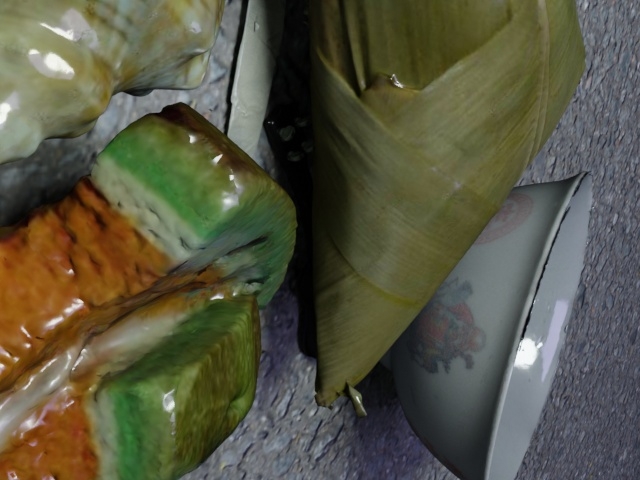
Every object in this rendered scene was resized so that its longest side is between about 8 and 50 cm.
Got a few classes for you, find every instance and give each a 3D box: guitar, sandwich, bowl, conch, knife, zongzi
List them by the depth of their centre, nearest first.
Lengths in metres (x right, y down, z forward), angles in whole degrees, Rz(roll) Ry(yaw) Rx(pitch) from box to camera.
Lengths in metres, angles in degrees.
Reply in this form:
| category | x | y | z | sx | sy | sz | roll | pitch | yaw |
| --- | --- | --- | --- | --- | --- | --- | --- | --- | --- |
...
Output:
| category | x | y | z | sx | sy | sz | roll | pitch | yaw |
| --- | --- | --- | --- | --- | --- | --- | --- | --- | --- |
| conch | -0.110 | -0.197 | 0.413 | 0.170 | 0.203 | 0.386 | 16 | 72 | -34 |
| sandwich | -0.130 | 0.071 | 0.486 | 0.301 | 0.162 | 0.250 | -32 | 166 | -15 |
| zongzi | 0.038 | -0.119 | 0.574 | 0.418 | 0.181 | 0.447 | -62 | 150 | -13 |
| knife | -0.041 | -0.172 | 0.631 | 0.047 | 0.017 | 0.297 | -15 | 119 | -55 |
| guitar | 0.002 | 0.000 | 0.755 | 0.084 | 0.038 | 0.271 | -44 | 138 | -34 |
| bowl | 0.154 | 0.081 | 0.866 | 0.345 | 0.157 | 0.345 | -47 | 144 | -49 |
